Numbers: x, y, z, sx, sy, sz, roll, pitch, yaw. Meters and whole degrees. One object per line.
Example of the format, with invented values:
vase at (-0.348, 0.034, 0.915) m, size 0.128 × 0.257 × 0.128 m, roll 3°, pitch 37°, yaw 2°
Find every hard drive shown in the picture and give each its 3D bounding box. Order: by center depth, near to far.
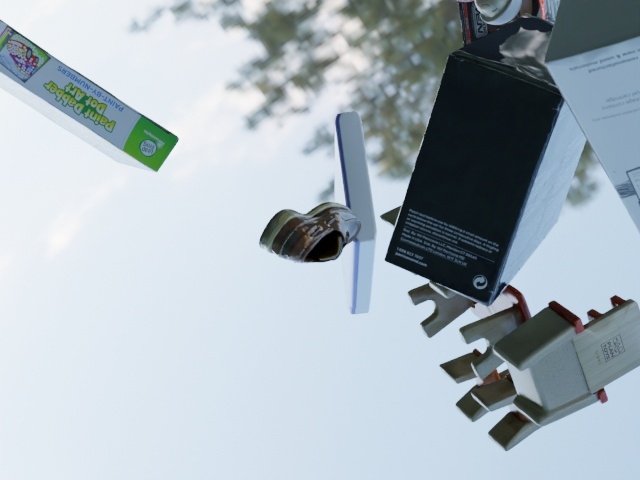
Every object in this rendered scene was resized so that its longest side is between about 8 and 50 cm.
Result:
hard drive at (0.052, -0.035, 2.101) m, size 0.040 × 0.319 × 0.210 m, roll -6°, pitch -112°, yaw -2°

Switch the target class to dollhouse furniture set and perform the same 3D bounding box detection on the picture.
dollhouse furniture set at (0.205, 0.082, 1.376) m, size 0.135 × 0.262 × 0.259 m, roll -29°, pitch -154°, yaw -12°

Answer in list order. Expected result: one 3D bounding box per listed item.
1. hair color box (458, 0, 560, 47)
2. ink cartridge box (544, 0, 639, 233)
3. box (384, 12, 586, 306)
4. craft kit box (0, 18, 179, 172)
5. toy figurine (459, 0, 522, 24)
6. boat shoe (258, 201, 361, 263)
hair color box at (0.236, -0.284, 1.670) m, size 0.043 × 0.072 × 0.141 m, roll -4°, pitch 175°, yaw -37°
ink cartridge box at (0.259, -0.108, 0.985) m, size 0.092 × 0.219 × 0.160 m, roll -13°, pitch -141°, yaw 33°
box at (0.162, -0.080, 1.148) m, size 0.261 × 0.103 × 0.184 m, roll -36°, pitch 148°, yaw -63°
craft kit box at (-0.311, -0.174, 1.619) m, size 0.061 × 0.246 × 0.250 m, roll -56°, pitch -161°, yaw -6°
toy figurine at (0.201, -0.386, 1.601) m, size 0.213 × 0.148 × 0.209 m, roll -53°, pitch -149°, yaw 17°
boat shoe at (0.000, 0.000, 1.489) m, size 0.178 × 0.060 × 0.064 m, roll -9°, pitch 132°, yaw -61°
